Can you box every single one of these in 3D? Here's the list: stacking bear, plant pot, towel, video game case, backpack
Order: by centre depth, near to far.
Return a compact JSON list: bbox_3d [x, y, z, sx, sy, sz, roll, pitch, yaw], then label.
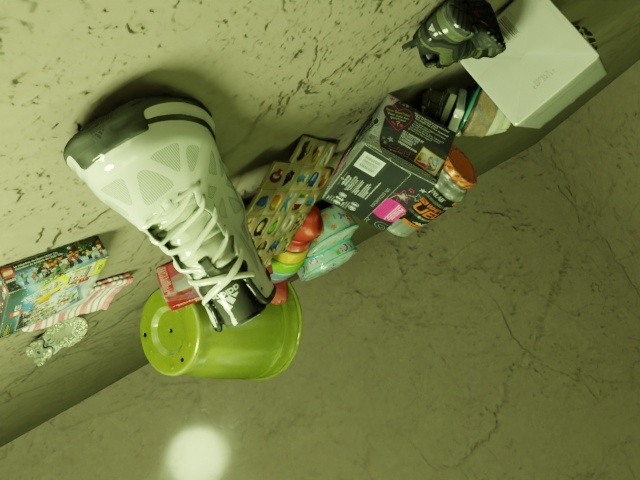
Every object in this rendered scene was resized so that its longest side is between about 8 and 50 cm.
[{"bbox_3d":[-0.502,0.131,1.203,0.144,0.029,0.197,-38,170,36],"label":"towel"},{"bbox_3d":[0.270,-0.218,1.251,0.173,0.022,0.190,-61,171,-58],"label":"video game case"},{"bbox_3d":[-0.089,0.005,1.505,0.289,0.164,0.175,-54,-168,42],"label":"stacking bear"},{"bbox_3d":[-0.300,0.241,1.645,0.366,0.366,0.353,-35,160,28],"label":"plant pot"},{"bbox_3d":[0.000,0.000,1.731,0.225,0.191,0.253,-26,166,-27],"label":"backpack"}]

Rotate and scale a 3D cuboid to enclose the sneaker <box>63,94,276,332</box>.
[{"bbox_3d":[-0.150,-0.013,0.777,0.169,0.257,0.447,-31,172,0],"label":"sneaker"}]

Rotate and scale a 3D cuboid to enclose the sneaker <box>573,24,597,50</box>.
[{"bbox_3d":[0.533,-0.431,1.404,0.279,0.107,0.118,-27,-170,-5],"label":"sneaker"}]

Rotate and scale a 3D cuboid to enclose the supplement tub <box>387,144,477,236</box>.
[{"bbox_3d":[0.341,-0.164,1.898,0.316,0.193,0.194,-38,170,36],"label":"supplement tub"}]

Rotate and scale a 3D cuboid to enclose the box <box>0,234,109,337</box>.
[{"bbox_3d":[-0.464,0.082,0.978,0.159,0.044,0.233,-24,170,-39],"label":"box"}]

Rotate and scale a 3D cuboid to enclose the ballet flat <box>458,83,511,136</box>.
[{"bbox_3d":[0.365,-0.285,1.260,0.316,0.106,0.107,-60,172,-62],"label":"ballet flat"}]

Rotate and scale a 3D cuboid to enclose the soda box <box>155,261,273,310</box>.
[{"bbox_3d":[-0.250,0.073,1.379,0.263,0.083,0.092,-20,153,-10],"label":"soda box"}]

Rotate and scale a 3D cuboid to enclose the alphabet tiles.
[{"bbox_3d":[-0.082,-0.056,1.169,0.342,0.011,0.285,-58,163,16],"label":"alphabet tiles"}]

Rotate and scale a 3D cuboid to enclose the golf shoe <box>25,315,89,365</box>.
[{"bbox_3d":[-0.590,0.211,1.320,0.176,0.069,0.086,-30,-167,16],"label":"golf shoe"}]

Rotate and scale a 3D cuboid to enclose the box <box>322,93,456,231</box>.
[{"bbox_3d":[0.132,-0.152,1.181,0.142,0.163,0.247,-65,-172,-27],"label":"box"}]

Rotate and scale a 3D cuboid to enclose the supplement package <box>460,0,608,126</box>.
[{"bbox_3d":[0.419,-0.340,1.121,0.177,0.175,0.293,-42,168,27],"label":"supplement package"}]

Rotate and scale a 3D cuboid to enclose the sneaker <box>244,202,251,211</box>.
[{"bbox_3d":[-0.195,-0.010,1.264,0.146,0.102,0.293,-27,171,22],"label":"sneaker"}]

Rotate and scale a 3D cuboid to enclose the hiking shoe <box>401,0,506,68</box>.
[{"bbox_3d":[0.214,-0.323,0.917,0.114,0.086,0.227,-20,174,36],"label":"hiking shoe"}]

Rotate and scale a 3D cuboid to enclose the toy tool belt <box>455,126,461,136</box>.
[{"bbox_3d":[0.373,-0.320,1.608,0.083,0.052,0.051,-24,139,-59],"label":"toy tool belt"}]

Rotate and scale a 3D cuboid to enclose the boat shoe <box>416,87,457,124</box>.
[{"bbox_3d":[0.248,-0.284,1.282,0.228,0.069,0.081,47,64,-85],"label":"boat shoe"}]
